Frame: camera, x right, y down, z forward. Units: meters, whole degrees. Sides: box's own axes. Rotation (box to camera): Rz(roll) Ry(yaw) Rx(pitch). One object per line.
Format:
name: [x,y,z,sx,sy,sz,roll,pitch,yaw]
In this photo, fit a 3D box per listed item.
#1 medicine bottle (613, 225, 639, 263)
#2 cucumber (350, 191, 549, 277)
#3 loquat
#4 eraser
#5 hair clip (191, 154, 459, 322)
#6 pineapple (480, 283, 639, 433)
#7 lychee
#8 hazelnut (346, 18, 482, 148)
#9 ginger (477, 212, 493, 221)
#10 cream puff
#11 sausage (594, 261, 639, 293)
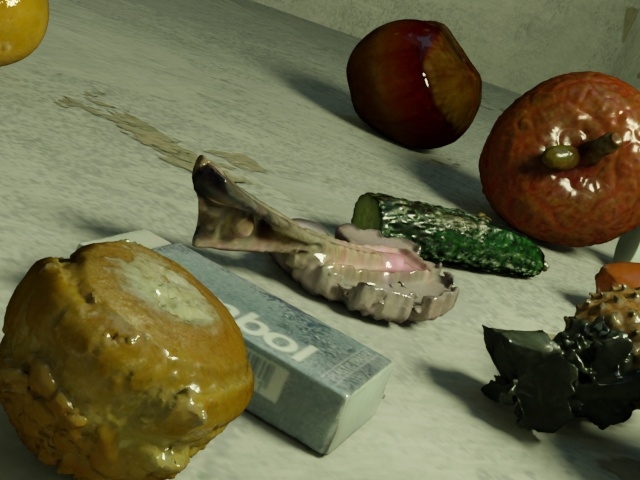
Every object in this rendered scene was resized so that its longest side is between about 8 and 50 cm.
medicine bottle: [0.510,0.037,1.485,0.183,0.086,0.086,22,16,-5]
cucumber: [0.158,-0.001,1.174,0.293,0.068,0.067,10,20,-39]
loquat: [-0.365,-0.252,1.147,0.141,0.141,0.141,21,16,-6]
eraser: [-0.061,0.060,0.709,0.212,0.046,0.092,28,17,16]
hair clip: [-0.005,0.006,0.915,0.300,0.069,0.173,21,14,-45]
pineapple: [0.217,0.101,0.872,0.237,0.119,0.111,-7,78,-52]
lychee: [0.346,-0.105,1.449,0.255,0.255,0.300,22,11,-2]
hazelnut: [0.157,-0.248,1.760,0.217,0.217,0.251,34,10,33]
ginger: [0.176,-0.013,1.277,0.057,0.044,0.137,12,5,37]
cream puff: [-0.103,0.065,0.537,0.126,0.103,0.144,35,15,-6]
sausage: [0.396,0.073,1.222,0.179,0.089,0.089,13,18,-14]
